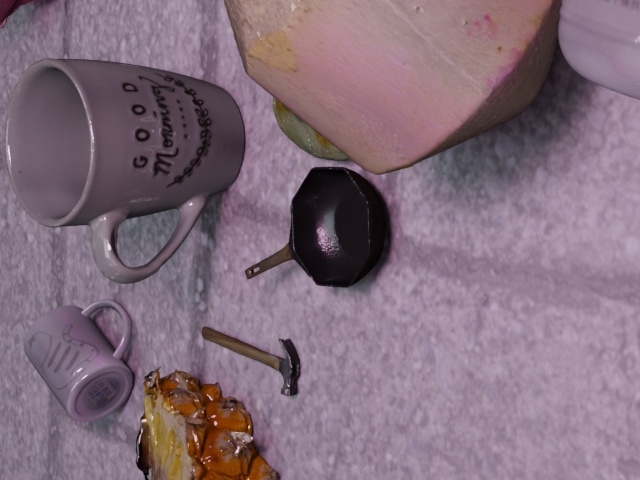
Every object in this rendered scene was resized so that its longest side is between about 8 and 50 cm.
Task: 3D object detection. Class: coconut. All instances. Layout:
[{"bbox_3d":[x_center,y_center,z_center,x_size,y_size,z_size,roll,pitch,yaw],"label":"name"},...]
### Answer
[{"bbox_3d":[0.077,-0.220,1.398,0.297,0.309,0.297,-40,28,26],"label":"coconut"}]

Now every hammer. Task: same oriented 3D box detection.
[{"bbox_3d":[-0.085,0.127,1.820,0.182,0.017,0.062,19,107,48],"label":"hammer"}]

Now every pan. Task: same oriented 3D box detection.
[{"bbox_3d":[-0.001,-0.016,1.683,0.202,0.048,0.128,4,95,48],"label":"pan"}]

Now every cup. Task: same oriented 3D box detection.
[{"bbox_3d":[-0.209,-0.078,1.780,0.186,0.234,0.258,-25,73,48],"label":"cup"},{"bbox_3d":[-0.312,0.146,2.025,0.133,0.099,0.136,47,127,37],"label":"cup"}]

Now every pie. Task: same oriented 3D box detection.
[{"bbox_3d":[0.007,-0.174,1.667,0.187,0.041,0.186,8,100,49],"label":"pie"}]

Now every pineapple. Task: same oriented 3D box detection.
[{"bbox_3d":[-0.147,0.259,1.852,0.236,0.115,0.186,55,132,45],"label":"pineapple"}]

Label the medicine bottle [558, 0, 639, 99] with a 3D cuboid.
[{"bbox_3d":[0.320,-0.251,1.136,0.245,0.245,0.306,29,113,45],"label":"medicine bottle"}]

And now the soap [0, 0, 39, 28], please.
[{"bbox_3d":[-0.394,-0.393,2.015,0.289,0.182,0.112,-47,55,40],"label":"soap"}]
